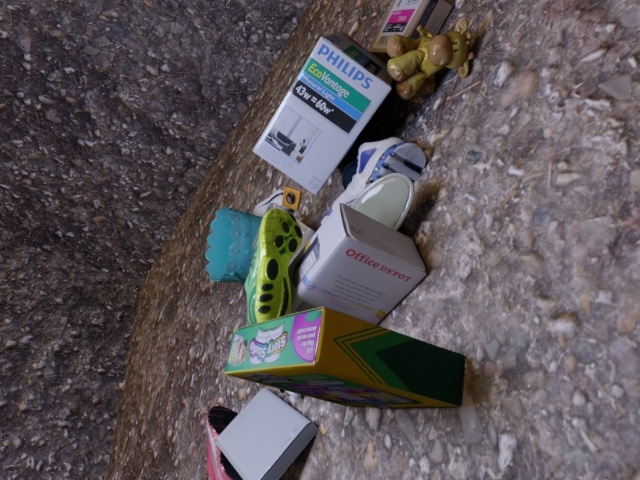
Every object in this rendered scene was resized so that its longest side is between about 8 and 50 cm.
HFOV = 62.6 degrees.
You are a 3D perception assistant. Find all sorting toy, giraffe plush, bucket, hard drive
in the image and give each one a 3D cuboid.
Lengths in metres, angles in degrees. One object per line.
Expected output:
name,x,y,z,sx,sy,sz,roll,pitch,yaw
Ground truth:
sorting toy,-0.112,-0.003,1.688,0.196,0.047,0.347,34,114,26
giraffe plush,0.293,-0.462,1.325,0.210,0.181,0.170,-39,26,-26
bucket,-0.286,0.025,1.896,0.281,0.183,0.281,-28,58,56
hard drive,-0.150,0.507,1.365,0.203,0.040,0.307,-46,20,-19

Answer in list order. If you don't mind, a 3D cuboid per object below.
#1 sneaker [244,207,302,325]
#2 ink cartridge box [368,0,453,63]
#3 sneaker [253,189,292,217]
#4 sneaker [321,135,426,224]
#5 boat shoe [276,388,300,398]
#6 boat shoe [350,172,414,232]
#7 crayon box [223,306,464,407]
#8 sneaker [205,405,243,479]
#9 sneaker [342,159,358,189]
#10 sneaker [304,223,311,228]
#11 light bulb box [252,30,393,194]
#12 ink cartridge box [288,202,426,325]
sneaker,-0.119,0.056,1.172,0.123,0.109,0.295,-29,43,46
ink cartridge box,0.259,-0.628,1.570,0.193,0.088,0.234,-63,25,9
sneaker,-0.185,-0.100,1.987,0.235,0.090,0.094,-39,52,49
sneaker,0.134,-0.153,1.390,0.315,0.127,0.182,-48,27,19
boat shoe,-0.098,0.386,1.437,0.184,0.066,0.063,5,72,53
boat shoe,0.132,-0.026,1.288,0.127,0.113,0.340,38,119,20
crayon box,0.031,0.239,1.016,0.363,0.313,0.106,-25,48,54
sneaker,-0.301,0.623,1.556,0.136,0.116,0.314,-60,26,15
sneaker,0.119,-0.200,1.508,0.162,0.063,0.073,-50,33,31
sneaker,-0.089,-0.035,1.763,0.188,0.066,0.071,-20,36,48
light bulb box,0.025,-0.380,1.527,0.361,0.225,0.358,-53,6,26
ink cartridge box,0.052,0.096,1.197,0.306,0.226,0.131,-51,29,27
